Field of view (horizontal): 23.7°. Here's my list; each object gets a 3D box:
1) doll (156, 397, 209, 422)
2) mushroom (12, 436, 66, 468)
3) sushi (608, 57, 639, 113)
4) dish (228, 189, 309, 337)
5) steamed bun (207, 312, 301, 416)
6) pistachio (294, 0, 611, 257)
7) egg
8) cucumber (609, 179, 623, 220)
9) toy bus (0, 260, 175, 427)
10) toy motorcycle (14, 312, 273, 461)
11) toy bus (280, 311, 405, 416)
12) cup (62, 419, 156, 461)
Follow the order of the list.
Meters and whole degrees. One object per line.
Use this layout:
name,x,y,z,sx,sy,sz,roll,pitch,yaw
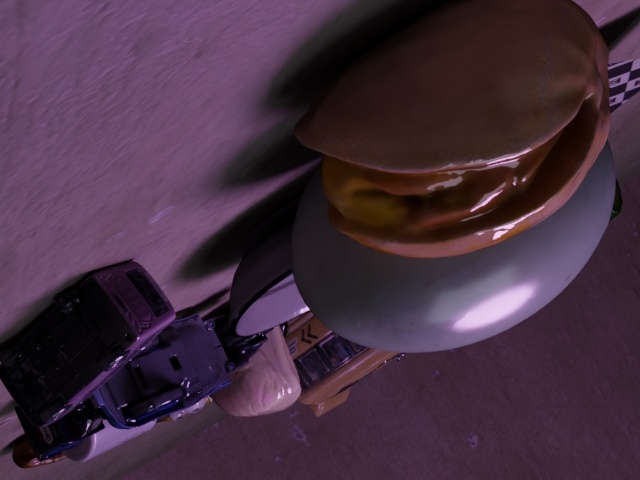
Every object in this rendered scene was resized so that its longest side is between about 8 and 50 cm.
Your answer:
doll,-0.244,0.240,2.418,0.145,0.096,0.188,-44,157,23
mushroom,-0.411,0.308,2.323,0.123,0.052,0.123,-25,166,-7
sushi,0.330,-0.205,2.082,0.264,0.050,0.290,-15,167,-22
dish,0.000,0.000,1.889,0.316,0.106,0.316,-29,170,-6
steamed bun,-0.120,0.191,2.324,0.153,0.169,0.238,-22,178,-3
pistachio,0.135,-0.114,1.402,0.309,0.229,0.230,-26,171,-7
egg,0.142,-0.032,1.625,0.389,0.276,0.276,-32,172,-25
cucumber,0.401,-0.100,2.512,0.130,0.191,0.191,-37,170,30
toy bus,-0.254,0.111,1.643,0.199,0.096,0.108,-41,172,33
toy motorcycle,-0.224,0.181,2.083,0.213,0.125,0.359,-29,174,41
toy bus,0.062,0.118,2.439,0.365,0.201,0.177,-38,171,36
cup,-0.323,0.261,2.211,0.133,0.099,0.136,-24,167,-48
